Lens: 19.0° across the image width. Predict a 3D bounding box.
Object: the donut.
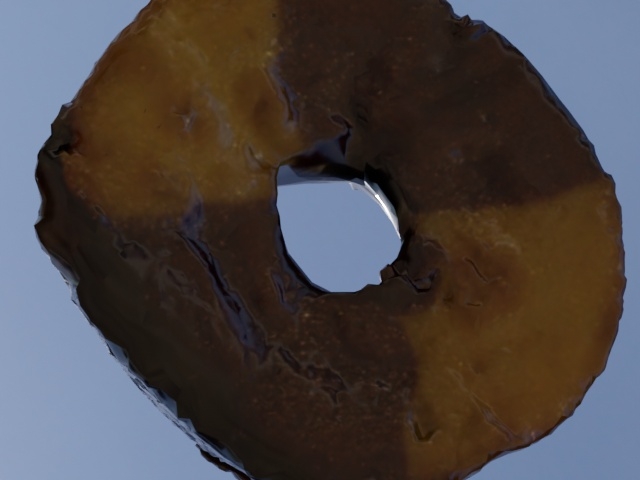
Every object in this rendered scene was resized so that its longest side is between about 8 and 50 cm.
[{"bbox_3d":[0.000,0.000,0.461,0.140,0.059,0.140,4,-108,-11],"label":"donut"}]
